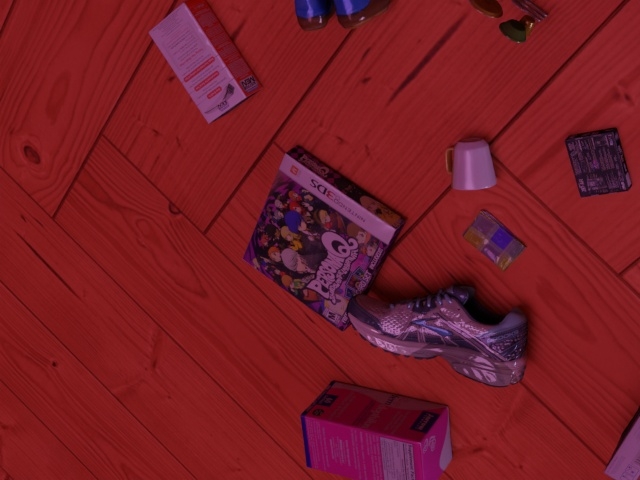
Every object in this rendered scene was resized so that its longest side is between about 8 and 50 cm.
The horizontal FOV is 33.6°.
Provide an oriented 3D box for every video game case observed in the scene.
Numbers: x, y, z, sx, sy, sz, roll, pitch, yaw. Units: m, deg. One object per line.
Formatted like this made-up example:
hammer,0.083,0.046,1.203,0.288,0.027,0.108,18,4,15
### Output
video game case,0.000,0.000,1.654,0.210,0.042,0.232,36,129,13

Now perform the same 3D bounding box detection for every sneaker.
sneaker,0.178,0.112,1.578,0.283,0.110,0.122,16,111,17

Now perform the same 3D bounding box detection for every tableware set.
tableware set,0.203,-0.300,1.313,0.154,0.104,0.024,40,131,9

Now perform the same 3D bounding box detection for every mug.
mug,0.201,-0.107,1.454,0.078,0.062,0.064,1,108,25

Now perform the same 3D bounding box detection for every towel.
towel,0.246,0.001,1.515,0.083,0.009,0.060,42,129,7

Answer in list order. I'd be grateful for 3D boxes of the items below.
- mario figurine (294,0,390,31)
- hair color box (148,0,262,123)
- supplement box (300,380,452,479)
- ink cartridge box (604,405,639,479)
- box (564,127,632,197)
mario figurine,0.006,-0.447,1.377,0.198,0.170,0.321,-16,122,0
hair color box,-0.174,-0.273,1.607,0.093,0.053,0.167,-28,97,39
supplement box,0.092,0.321,1.729,0.220,0.111,0.114,9,119,28
ink cartridge box,0.462,0.236,1.451,0.046,0.097,0.207,30,129,16
box,0.361,-0.100,1.378,0.067,0.018,0.083,-9,110,36
